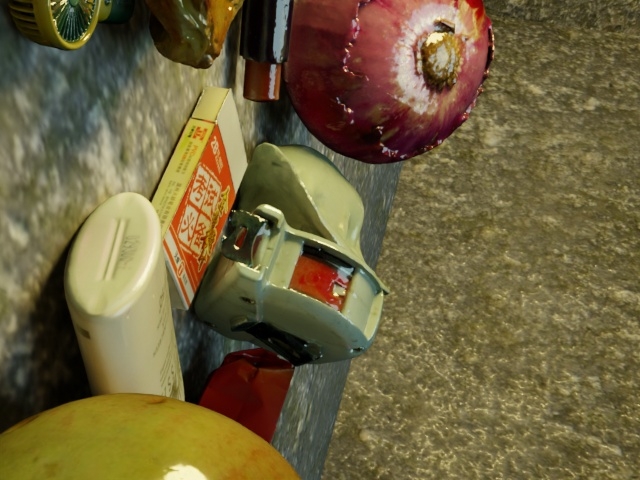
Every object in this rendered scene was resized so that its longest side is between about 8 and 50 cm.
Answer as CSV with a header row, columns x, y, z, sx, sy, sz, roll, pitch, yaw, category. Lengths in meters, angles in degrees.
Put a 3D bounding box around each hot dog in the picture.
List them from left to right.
x,y,z,sx,sy,sz,roll,pitch,yaw,category
-0.112,-0.274,0.740,0.175,0.114,0.259,95,14,-50,hot dog

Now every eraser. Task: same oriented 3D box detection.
x,y,z,sx,sy,sz,roll,pitch,yaw,category
-0.148,-0.051,0.962,0.157,0.038,0.230,84,21,-59,eraser

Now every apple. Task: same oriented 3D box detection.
x,y,z,sx,sy,sz,roll,pitch,yaw,category
-0.139,0.284,0.605,0.305,0.339,0.338,73,31,-72,apple

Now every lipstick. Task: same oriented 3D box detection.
x,y,z,sx,sy,sz,roll,pitch,yaw,category
-0.063,-0.320,1.000,0.081,0.081,0.299,-50,149,-67,lipstick

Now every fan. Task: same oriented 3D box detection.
x,y,z,sx,sy,sz,roll,pitch,yaw,category
-0.188,-0.190,0.623,0.155,0.039,0.082,-43,142,-74,fan

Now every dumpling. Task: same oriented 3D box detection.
x,y,z,sx,sy,sz,roll,pitch,yaw,category
-0.025,-0.004,1.248,0.321,0.212,0.270,-5,70,-64,dumpling

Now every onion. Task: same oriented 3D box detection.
x,y,z,sx,sy,sz,roll,pitch,yaw,category
0.080,-0.303,1.261,0.358,0.345,0.358,-40,138,-50,onion

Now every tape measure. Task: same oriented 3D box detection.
x,y,z,sx,sy,sz,roll,pitch,yaw,category
-0.045,0.077,1.039,0.243,0.246,0.125,-40,-154,63,tape measure

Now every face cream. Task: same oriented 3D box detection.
x,y,z,sx,sy,sz,roll,pitch,yaw,category
-0.187,0.136,0.819,0.173,0.081,0.348,-92,-178,-50,face cream

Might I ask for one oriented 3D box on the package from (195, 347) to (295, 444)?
x,y,z,sx,sy,sz,roll,pitch,yaw,category
-0.146,0.340,1.072,0.196,0.123,0.423,103,4,-48,package
